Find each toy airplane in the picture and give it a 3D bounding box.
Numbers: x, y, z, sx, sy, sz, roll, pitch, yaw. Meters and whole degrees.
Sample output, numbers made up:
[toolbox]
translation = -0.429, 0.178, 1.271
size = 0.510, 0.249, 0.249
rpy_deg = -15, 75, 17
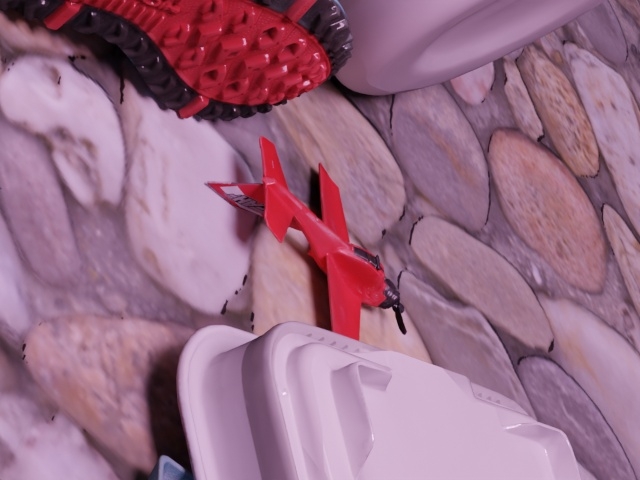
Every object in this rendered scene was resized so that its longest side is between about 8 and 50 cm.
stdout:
[toy airplane]
translation = 0.000, 0.000, 0.937
size = 0.151, 0.028, 0.151
rpy_deg = 42, 31, -33

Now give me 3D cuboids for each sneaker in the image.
[sneaker]
translation = -0.079, -0.154, 0.867
size = 0.262, 0.104, 0.125
rpy_deg = 28, 40, -47

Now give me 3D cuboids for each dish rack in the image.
[dish rack]
translation = 0.071, 0.193, 0.796
size = 0.285, 0.072, 0.333
rpy_deg = 22, 45, -50

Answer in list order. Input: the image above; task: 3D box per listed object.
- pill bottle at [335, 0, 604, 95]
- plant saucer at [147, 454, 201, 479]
[pill bottle]
translation = 0.030, -0.312, 1.065
size = 0.229, 0.229, 0.408
rpy_deg = -10, 73, -62
[plant saucer]
translation = -0.012, 0.166, 0.772
size = 0.192, 0.018, 0.067
rpy_deg = 40, 35, -34
